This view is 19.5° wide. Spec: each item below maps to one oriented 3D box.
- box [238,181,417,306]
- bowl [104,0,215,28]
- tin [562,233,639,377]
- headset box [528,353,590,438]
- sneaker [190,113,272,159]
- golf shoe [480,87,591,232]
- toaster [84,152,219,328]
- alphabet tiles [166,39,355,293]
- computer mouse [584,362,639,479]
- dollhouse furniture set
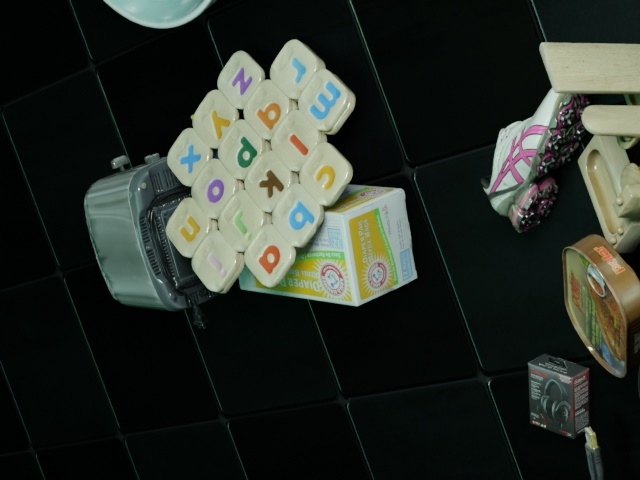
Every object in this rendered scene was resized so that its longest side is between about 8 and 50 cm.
[{"bbox_3d":[0.000,0.000,2.155,0.203,0.103,0.114,6,112,46],"label":"box"},{"bbox_3d":[-0.149,-0.405,2.080,0.311,0.163,0.311,22,122,40],"label":"bowl"},{"bbox_3d":[0.287,0.065,1.866,0.106,0.040,0.189,48,166,29],"label":"tin"},{"bbox_3d":[0.258,0.164,2.009,0.062,0.032,0.083,18,122,42],"label":"headset box"},{"bbox_3d":[-0.103,-0.111,2.256,0.144,0.053,0.059,34,130,44],"label":"sneaker"},{"bbox_3d":[0.213,-0.096,1.907,0.086,0.067,0.186,45,136,25],"label":"golf shoe"},{"bbox_3d":[-0.206,0.000,2.364,0.146,0.129,0.227,-1,109,52],"label":"toaster"},{"bbox_3d":[-0.072,-0.085,2.137,0.284,0.021,0.278,-55,45,14],"label":"alphabet tiles"},{"bbox_3d":[0.351,0.194,1.906,0.184,0.060,0.262,11,128,40],"label":"computer mouse"},{"bbox_3d":[0.258,-0.086,1.789,0.151,0.123,0.144,118,144,-51],"label":"dollhouse furniture set"}]
